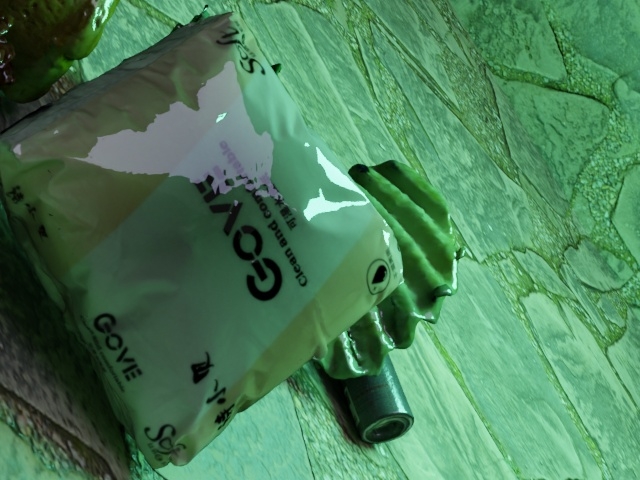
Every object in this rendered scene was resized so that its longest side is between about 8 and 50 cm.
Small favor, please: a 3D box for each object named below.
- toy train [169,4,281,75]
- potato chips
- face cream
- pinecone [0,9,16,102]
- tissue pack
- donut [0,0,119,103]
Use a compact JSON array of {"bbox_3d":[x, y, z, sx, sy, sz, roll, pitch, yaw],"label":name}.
[{"bbox_3d":[-0.162,-0.151,1.740,0.145,0.202,0.266,38,29,-10],"label":"toy train"},{"bbox_3d":[0.000,0.005,1.901,0.373,0.097,0.389,8,42,-15],"label":"potato chips"},{"bbox_3d":[0.044,0.131,1.913,0.073,0.073,0.283,27,34,-47],"label":"face cream"},{"bbox_3d":[-0.378,-0.181,1.457,0.173,0.174,0.173,42,24,-24],"label":"pinecone"},{"bbox_3d":[-0.129,-0.015,1.496,0.390,0.195,0.375,-41,102,-32],"label":"tissue pack"},{"bbox_3d":[-0.318,-0.290,1.663,0.128,0.208,0.261,37,22,-32],"label":"donut"}]
